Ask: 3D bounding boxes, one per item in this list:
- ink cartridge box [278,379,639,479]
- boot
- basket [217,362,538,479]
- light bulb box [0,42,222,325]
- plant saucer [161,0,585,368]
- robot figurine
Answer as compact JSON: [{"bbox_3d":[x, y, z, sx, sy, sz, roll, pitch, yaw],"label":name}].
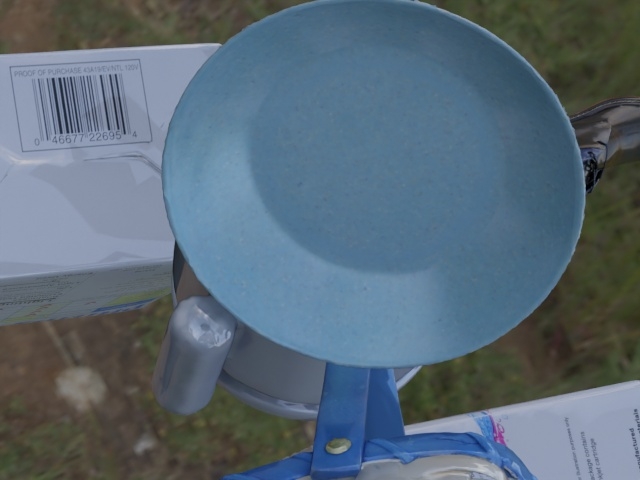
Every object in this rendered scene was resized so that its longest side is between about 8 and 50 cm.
[{"bbox_3d":[0.122,0.207,1.527,0.278,0.201,0.117,-10,81,-12],"label":"ink cartridge box"},{"bbox_3d":[0.258,-0.073,1.718,0.219,0.082,0.106,-4,41,-1],"label":"boot"},{"bbox_3d":[0.032,0.196,0.906,0.289,0.201,0.255,-65,143,-69],"label":"basket"},{"bbox_3d":[-0.303,-0.044,1.911,0.357,0.361,0.225,-6,82,-26],"label":"light bulb box"},{"bbox_3d":[0.025,-0.030,0.848,0.195,0.195,0.037,45,26,-17],"label":"plant saucer"},{"bbox_3d":[0.000,0.000,1.248,0.300,0.353,0.200,-38,74,-21],"label":"robot figurine"}]
